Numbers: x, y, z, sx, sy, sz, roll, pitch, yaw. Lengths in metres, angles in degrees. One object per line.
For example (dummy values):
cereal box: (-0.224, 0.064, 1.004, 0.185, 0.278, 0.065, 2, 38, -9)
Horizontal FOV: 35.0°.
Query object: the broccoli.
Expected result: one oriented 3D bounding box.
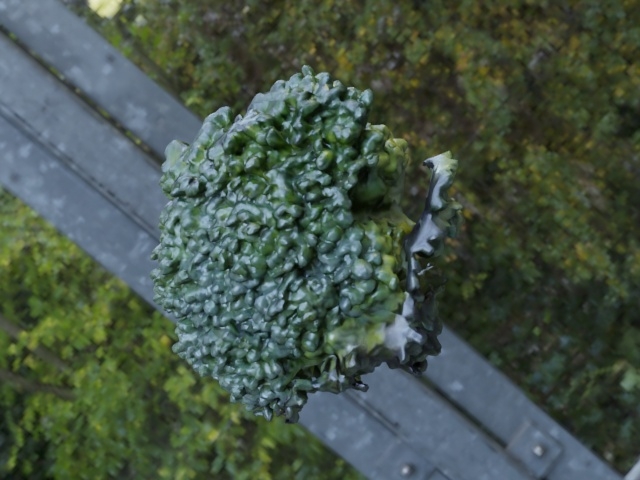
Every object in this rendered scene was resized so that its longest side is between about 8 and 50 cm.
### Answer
broccoli: (-0.012, 0.006, 1.035, 0.272, 0.334, 0.324, -28, -5, -36)
